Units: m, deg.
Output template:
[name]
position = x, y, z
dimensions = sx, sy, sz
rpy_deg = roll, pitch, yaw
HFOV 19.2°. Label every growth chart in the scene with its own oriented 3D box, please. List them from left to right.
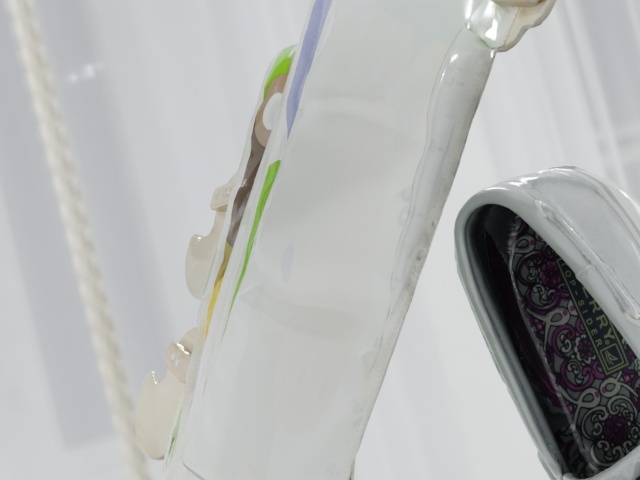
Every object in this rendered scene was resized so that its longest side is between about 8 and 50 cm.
[growth chart]
position = 0.000, 0.000, 0.506
dimensions = 0.021, 0.237, 0.172
rpy_deg = 17, 8, -22

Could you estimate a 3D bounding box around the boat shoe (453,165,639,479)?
[boat shoe]
position = 0.091, 0.063, 0.515
dimensions = 0.066, 0.184, 0.063
rpy_deg = -28, -13, 35
